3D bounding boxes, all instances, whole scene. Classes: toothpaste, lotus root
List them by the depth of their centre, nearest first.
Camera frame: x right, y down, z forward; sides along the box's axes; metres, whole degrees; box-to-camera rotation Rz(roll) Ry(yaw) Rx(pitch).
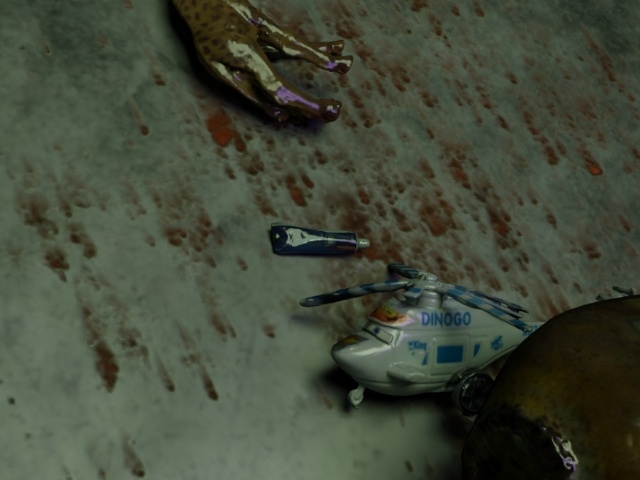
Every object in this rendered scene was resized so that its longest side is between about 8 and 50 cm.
[{"bbox_3d":[0.264,0.158,1.165,0.346,0.250,0.250,-2,58,-34],"label":"lotus root"},{"bbox_3d":[0.000,0.000,1.297,0.083,0.019,0.027,3,73,-18],"label":"toothpaste"}]

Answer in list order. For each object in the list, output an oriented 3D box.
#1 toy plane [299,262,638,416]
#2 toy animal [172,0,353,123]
[{"bbox_3d":[0.127,0.077,1.274,0.182,0.107,0.273,15,12,41],"label":"toy plane"},{"bbox_3d":[-0.080,-0.202,1.380,0.275,0.054,0.149,39,48,6],"label":"toy animal"}]
